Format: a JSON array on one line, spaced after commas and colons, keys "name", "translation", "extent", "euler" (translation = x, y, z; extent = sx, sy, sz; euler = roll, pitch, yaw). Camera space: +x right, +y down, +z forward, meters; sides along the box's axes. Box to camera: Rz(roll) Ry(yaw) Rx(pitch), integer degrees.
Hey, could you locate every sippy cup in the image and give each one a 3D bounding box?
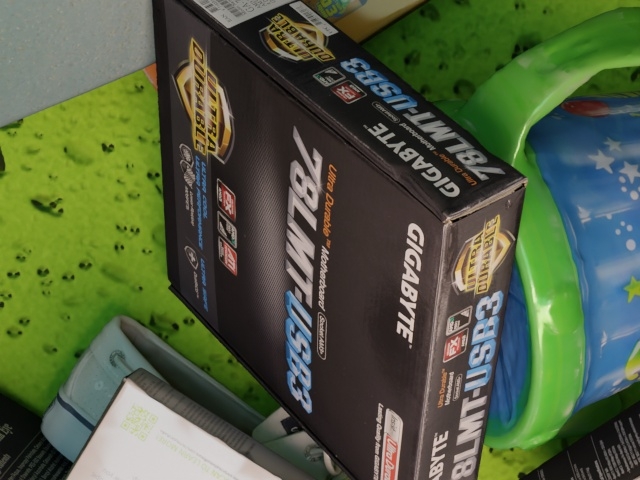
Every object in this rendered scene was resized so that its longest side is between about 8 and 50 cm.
[{"name": "sippy cup", "translation": [0.186, -0.001, 1.189], "extent": [0.224, 0.305, 0.240], "euler": [-15, 80, -18]}]

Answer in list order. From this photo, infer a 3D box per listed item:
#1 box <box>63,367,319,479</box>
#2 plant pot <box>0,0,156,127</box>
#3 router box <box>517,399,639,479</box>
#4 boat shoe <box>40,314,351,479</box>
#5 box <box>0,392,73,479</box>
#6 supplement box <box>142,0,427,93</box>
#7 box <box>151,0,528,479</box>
[{"name": "box", "translation": [-0.111, 0.281, 1.193], "extent": [0.232, 0.058, 0.322], "euler": [33, 96, 4]}, {"name": "plant pot", "translation": [-0.147, -0.264, 1.198], "extent": [0.252, 0.248, 0.247], "euler": [-16, 64, -12]}, {"name": "router box", "translation": [0.307, 0.232, 1.224], "extent": [0.243, 0.081, 0.309], "euler": [-35, 112, 12]}, {"name": "boat shoe", "translation": [-0.021, 0.166, 1.315], "extent": [0.367, 0.136, 0.156], "euler": [32, 98, 15]}, {"name": "box", "translation": [-0.339, 0.273, 1.336], "extent": [0.312, 0.179, 0.343], "euler": [32, 101, -2]}, {"name": "supplement box", "translation": [-0.011, -0.160, 1.293], "extent": [0.233, 0.080, 0.078], "euler": [-31, 91, 14]}, {"name": "box", "translation": [0.000, 0.000, 1.169], "extent": [0.293, 0.073, 0.296], "euler": [44, 148, 34]}]
